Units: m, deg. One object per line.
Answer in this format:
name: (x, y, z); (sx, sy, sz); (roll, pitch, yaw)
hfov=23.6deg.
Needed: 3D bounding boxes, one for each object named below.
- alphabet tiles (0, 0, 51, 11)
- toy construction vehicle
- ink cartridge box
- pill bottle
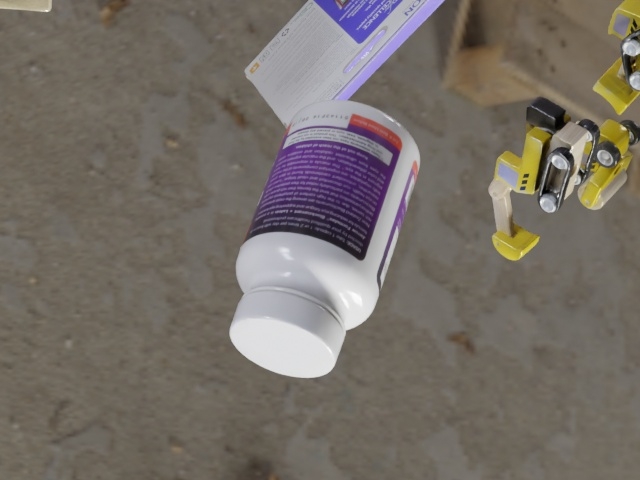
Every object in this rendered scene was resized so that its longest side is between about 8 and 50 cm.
alphabet tiles: (-0.377, -0.276, 1.192); (0.342, 0.011, 0.285); (4, 105, -4)
toy construction vehicle: (0.104, -0.045, 0.619); (0.086, 0.035, 0.098); (-44, 156, -31)
ink cartridge box: (0.030, -0.191, 1.460); (0.206, 0.208, 0.045); (-46, 117, 7)
pill bottle: (0.000, 0.000, 1.138); (0.108, 0.108, 0.193); (42, 51, -31)
